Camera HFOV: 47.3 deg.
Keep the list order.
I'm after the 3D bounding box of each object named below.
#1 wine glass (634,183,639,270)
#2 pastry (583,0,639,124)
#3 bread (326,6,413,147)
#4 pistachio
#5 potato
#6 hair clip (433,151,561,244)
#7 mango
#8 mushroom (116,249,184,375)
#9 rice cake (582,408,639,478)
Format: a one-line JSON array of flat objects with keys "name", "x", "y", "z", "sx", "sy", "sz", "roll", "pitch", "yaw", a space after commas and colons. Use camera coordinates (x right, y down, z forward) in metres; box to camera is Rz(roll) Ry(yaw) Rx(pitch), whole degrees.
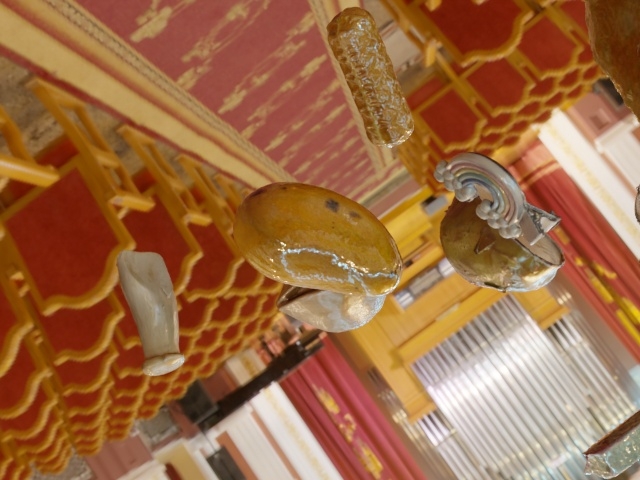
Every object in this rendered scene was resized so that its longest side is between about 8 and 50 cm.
[{"name": "wine glass", "x": 0.594, "y": -0.010, "z": 1.183, "sx": 0.164, "sy": 0.165, "sz": 0.196, "roll": -35, "pitch": 140, "yaw": -5}, {"name": "pastry", "x": 0.403, "y": -0.264, "z": 0.779, "sx": 0.136, "sy": 0.330, "sz": 0.330, "roll": -18, "pitch": 169, "yaw": -8}, {"name": "bread", "x": 0.052, "y": -0.162, "z": 0.741, "sx": 0.052, "sy": 0.157, "sz": 0.044, "roll": -11, "pitch": -142, "yaw": 23}, {"name": "pistachio", "x": 0.015, "y": 0.082, "z": 1.275, "sx": 0.212, "sy": 0.163, "sz": 0.260, "roll": -32, "pitch": 163, "yaw": 15}, {"name": "potato", "x": 0.397, "y": 0.030, "z": 1.654, "sx": 0.246, "sy": 0.300, "sz": 0.196, "roll": 21, "pitch": 115, "yaw": -28}, {"name": "hair clip", "x": 0.294, "y": -0.080, "z": 1.223, "sx": 0.054, "sy": 0.220, "sz": 0.140, "roll": -45, "pitch": 170, "yaw": -21}, {"name": "mango", "x": -0.001, "y": -0.003, "z": 0.748, "sx": 0.090, "sy": 0.177, "sz": 0.115, "roll": 107, "pitch": -9, "yaw": -46}, {"name": "mushroom", "x": -0.323, "y": 0.135, "z": 1.415, "sx": 0.096, "sy": 0.247, "sz": 0.108, "roll": -15, "pitch": 172, "yaw": -6}, {"name": "rice cake", "x": 0.459, "y": 0.224, "z": 0.968, "sx": 0.290, "sy": 0.051, "sz": 0.081, "roll": -28, "pitch": 161, "yaw": -17}]
